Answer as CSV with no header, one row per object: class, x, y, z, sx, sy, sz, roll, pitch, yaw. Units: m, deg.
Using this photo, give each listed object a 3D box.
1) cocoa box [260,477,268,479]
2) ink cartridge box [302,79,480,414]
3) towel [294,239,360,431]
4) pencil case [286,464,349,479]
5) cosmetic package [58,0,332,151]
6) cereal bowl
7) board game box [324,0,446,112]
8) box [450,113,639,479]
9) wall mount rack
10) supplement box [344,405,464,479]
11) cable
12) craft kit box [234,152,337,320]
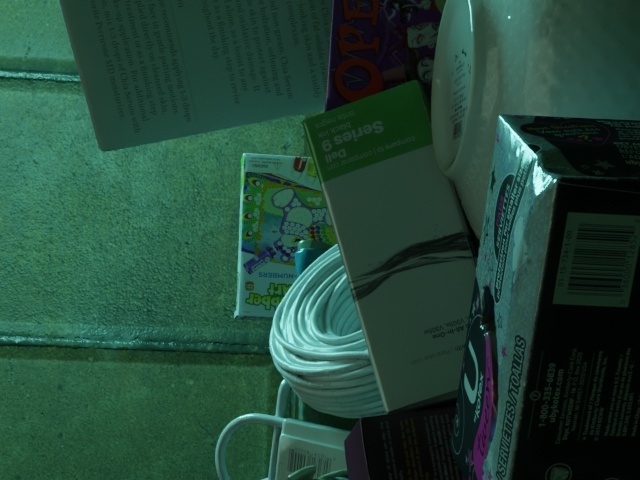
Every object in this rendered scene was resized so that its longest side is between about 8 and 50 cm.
cocoa box,-0.047,0.536,1.943,0.228,0.231,0.347,-114,7,-73
ink cartridge box,0.095,0.029,1.300,0.211,0.121,0.289,50,-157,-69
towel,0.045,0.202,1.873,0.271,0.040,0.370,22,-116,-55
pencil case,0.055,0.435,1.483,0.160,0.183,0.410,-41,-49,-54
cosmetic package,-0.043,-0.268,1.508,0.161,0.453,0.230,-101,0,-60
cereal bowl,0.174,-0.129,1.130,0.339,0.141,0.339,-177,90,-83
board game box,0.119,-0.286,1.352,0.056,0.208,0.347,-29,-56,-69
box,0.183,0.057,0.875,0.142,0.163,0.247,-109,23,-68
wall mount rack,0.049,0.320,1.610,0.130,0.350,0.304,-4,-78,-60
supplement box,0.123,0.189,1.198,0.104,0.188,0.081,112,151,-70
cable,0.067,0.084,1.558,0.089,0.257,0.257,56,-141,-29
craft kit box,0.000,0.000,2.068,0.061,0.250,0.247,139,133,-79
